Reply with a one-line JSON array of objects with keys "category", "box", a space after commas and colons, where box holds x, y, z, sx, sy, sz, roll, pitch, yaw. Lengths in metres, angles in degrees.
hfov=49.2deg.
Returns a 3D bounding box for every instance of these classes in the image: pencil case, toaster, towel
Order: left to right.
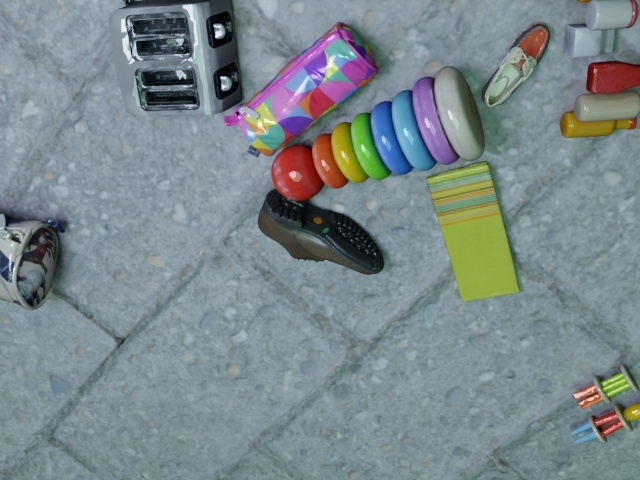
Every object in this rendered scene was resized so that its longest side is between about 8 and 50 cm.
[{"category": "pencil case", "box": [-0.673, -0.012, 1.235, 0.411, 0.159, 0.183, 16, 133, 3]}, {"category": "toaster", "box": [-0.222, -0.281, 1.060, 0.186, 0.110, 0.167, 1, 114, 10]}, {"category": "pencil case", "box": [-0.028, -0.223, 1.055, 0.236, 0.104, 0.104, -35, 104, 19]}, {"category": "towel", "box": [0.253, -0.010, 1.150, 0.102, 0.021, 0.237, -11, 113, 21]}]

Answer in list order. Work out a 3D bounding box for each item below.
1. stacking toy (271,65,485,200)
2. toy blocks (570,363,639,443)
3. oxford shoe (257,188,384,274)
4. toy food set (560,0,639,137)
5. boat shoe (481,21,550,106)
[{"category": "stacking toy", "box": [0.072, -0.145, 1.071, 0.331, 0.141, 0.141, -16, 111, 24]}, {"category": "toy blocks", "box": [0.493, 0.295, 1.225, 0.148, 0.054, 0.123, -34, 105, 23]}, {"category": "oxford shoe", "box": [0.000, 0.000, 1.176, 0.227, 0.082, 0.096, 29, 134, -3]}, {"category": "toy food set", "box": [0.406, -0.249, 0.964, 0.105, 0.111, 0.232, -4, 113, -1]}, {"category": "boat shoe", "box": [0.284, -0.253, 1.018, 0.049, 0.043, 0.137, 35, 114, -4]}]
